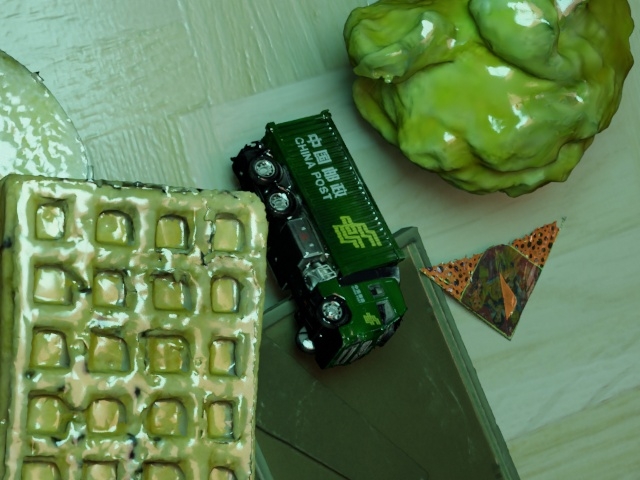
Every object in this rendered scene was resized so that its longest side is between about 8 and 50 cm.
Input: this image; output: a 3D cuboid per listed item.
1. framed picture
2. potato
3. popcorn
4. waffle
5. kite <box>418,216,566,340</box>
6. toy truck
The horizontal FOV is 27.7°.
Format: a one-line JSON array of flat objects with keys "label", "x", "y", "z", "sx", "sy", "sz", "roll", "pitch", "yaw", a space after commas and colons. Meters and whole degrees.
[{"label": "framed picture", "x": 0.074, "y": 0.247, "z": 1.417, "sx": 0.326, "sy": 0.028, "sz": 0.446, "roll": -28, "pitch": 99, "yaw": -37}, {"label": "potato", "x": -0.354, "y": -0.065, "z": 1.267, "sx": 0.239, "sy": 0.116, "sz": 0.299, "roll": -40, "pitch": 100, "yaw": -16}, {"label": "popcorn", "x": 0.180, "y": -0.182, "z": 1.381, "sx": 0.335, "sy": 0.274, "sz": 0.279, "roll": -54, "pitch": 127, "yaw": -41}, {"label": "waffle", "x": -0.177, "y": 0.134, "z": 1.201, "sx": 0.261, "sy": 0.114, "sz": 0.376, "roll": 3, "pitch": 84, "yaw": -23}, {"label": "kite", "x": 0.213, "y": 0.060, "z": 1.524, "sx": 0.222, "sy": 0.008, "sz": 0.125, "roll": -17, "pitch": 102, "yaw": -28}, {"label": "toy truck", "x": 0.000, "y": 0.000, "z": 1.351, "sx": 0.121, "sy": 0.088, "sz": 0.259, "roll": -15, "pitch": 68, "yaw": -28}]
